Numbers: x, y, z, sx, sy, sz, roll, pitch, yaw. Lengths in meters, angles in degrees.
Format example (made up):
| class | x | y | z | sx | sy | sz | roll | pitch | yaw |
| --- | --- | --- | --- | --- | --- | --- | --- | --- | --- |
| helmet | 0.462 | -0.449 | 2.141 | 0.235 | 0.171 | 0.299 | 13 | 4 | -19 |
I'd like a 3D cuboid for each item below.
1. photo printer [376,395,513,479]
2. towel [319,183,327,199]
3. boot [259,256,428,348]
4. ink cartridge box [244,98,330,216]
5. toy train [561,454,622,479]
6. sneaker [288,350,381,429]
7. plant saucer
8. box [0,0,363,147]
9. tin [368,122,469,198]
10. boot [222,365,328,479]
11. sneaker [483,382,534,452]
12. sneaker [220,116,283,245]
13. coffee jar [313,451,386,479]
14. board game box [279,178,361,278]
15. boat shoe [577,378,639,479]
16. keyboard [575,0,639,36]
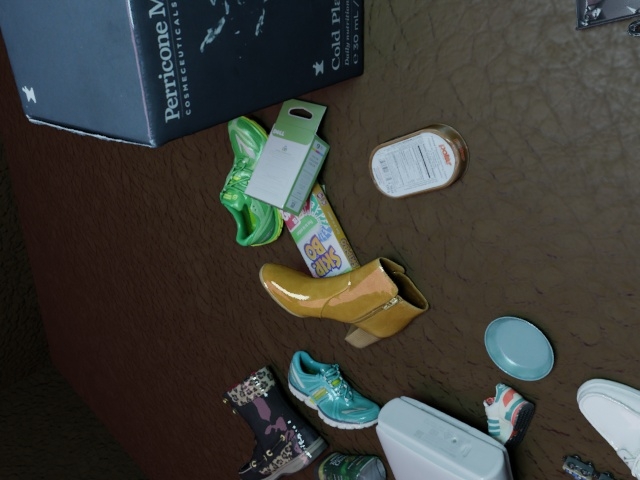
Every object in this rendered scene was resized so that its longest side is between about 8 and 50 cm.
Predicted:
| class | x | y | z | sx | sy | sz | roll | pitch | yaw |
| --- | --- | --- | --- | --- | --- | --- | --- | --- | --- |
| photo printer | 0.253 | 0.470 | 1.068 | 0.256 | 0.107 | 0.308 | 17 | 138 | 44 |
| towel | -0.019 | -0.091 | 1.151 | 0.083 | 0.009 | 0.060 | 9 | 117 | 43 |
| boot | 0.046 | 0.086 | 1.071 | 0.295 | 0.104 | 0.211 | 34 | 131 | -10 |
| ink cartridge box | -0.055 | -0.163 | 1.075 | 0.108 | 0.062 | 0.210 | 23 | 90 | 36 |
| toy train | 0.478 | 0.405 | 0.906 | 0.158 | 0.027 | 0.036 | 23 | 137 | 36 |
| sneaker | 0.024 | 0.350 | 1.289 | 0.275 | 0.107 | 0.110 | 20 | 116 | 37 |
| plant saucer | 0.337 | 0.178 | 0.926 | 0.119 | 0.021 | 0.120 | 23 | 126 | 36 |
| box | -0.177 | -0.435 | 0.750 | 0.297 | 0.471 | 0.481 | 17 | 124 | 32 |
| tin | 0.160 | -0.129 | 0.927 | 0.189 | 0.040 | 0.106 | -12 | 107 | 48 |
| boot | -0.171 | 0.532 | 1.557 | 0.284 | 0.138 | 0.377 | 55 | 135 | 6 |
| sneaker | 0.330 | 0.327 | 1.002 | 0.075 | 0.057 | 0.161 | 47 | 143 | 43 |
| sneaker | -0.154 | -0.120 | 1.185 | 0.109 | 0.123 | 0.296 | 12 | 119 | 42 |
| coffee jar | 0.068 | 0.580 | 1.369 | 0.184 | 0.096 | 0.079 | -21 | 93 | 49 |
| board game box | 0.000 | 0.000 | 1.156 | 0.124 | 0.039 | 0.260 | -19 | 104 | 48 |
| boat shoe | 0.491 | 0.315 | 0.786 | 0.277 | 0.096 | 0.098 | 38 | 135 | 25 |
| keyboard | 0.383 | -0.284 | 0.622 | 0.180 | 0.023 | 0.108 | 3 | 107 | 46 |
